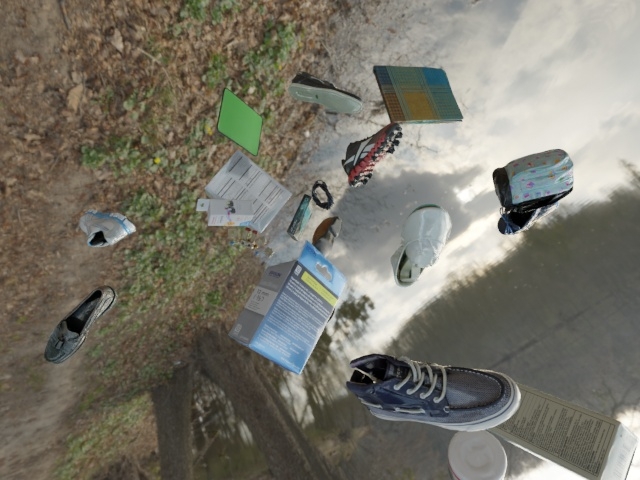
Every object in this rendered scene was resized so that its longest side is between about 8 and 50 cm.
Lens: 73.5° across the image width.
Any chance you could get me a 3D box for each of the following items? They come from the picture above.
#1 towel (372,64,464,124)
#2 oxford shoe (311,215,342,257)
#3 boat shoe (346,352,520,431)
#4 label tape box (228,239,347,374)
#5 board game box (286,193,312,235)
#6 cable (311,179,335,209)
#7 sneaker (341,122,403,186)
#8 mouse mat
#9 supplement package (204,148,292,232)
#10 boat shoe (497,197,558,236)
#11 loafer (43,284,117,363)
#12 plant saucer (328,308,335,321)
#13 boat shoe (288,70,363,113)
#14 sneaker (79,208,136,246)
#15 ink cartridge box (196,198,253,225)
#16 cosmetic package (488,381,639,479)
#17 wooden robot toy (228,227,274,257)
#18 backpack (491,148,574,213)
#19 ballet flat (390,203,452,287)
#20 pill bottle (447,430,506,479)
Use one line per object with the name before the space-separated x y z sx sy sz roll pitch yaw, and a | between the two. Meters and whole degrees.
towel | 0.404 -0.599 1.768 0.371 0.271 0.040 -10 166 -26
oxford shoe | 0.000 0.000 1.492 0.212 0.076 0.076 -56 132 -37
boat shoe | 0.213 0.303 0.884 0.341 0.127 0.158 -17 132 32
label tape box | -0.087 0.201 1.323 0.249 0.115 0.347 45 64 -41
board game box | -0.059 -0.065 1.318 0.186 0.026 0.126 74 41 -84
cable | 0.013 -0.221 2.149 0.047 0.150 0.184 -39 176 -24
sneaker | 0.161 -0.308 1.447 0.098 0.135 0.276 -12 154 -42
mouse mat | -0.249 -0.368 1.348 0.007 0.152 0.190 -4 161 31
supplement package | -0.284 -0.181 1.680 0.198 0.263 0.199 -52 -170 -9
boat shoe | 0.600 -0.083 1.303 0.089 0.108 0.258 -19 159 -14
loafer | -0.716 0.240 1.255 0.267 0.096 0.084 -54 178 -14
plant saucer | -0.016 0.314 2.074 0.199 0.198 0.036 -37 164 15
boat shoe | 0.023 -0.453 1.302 0.084 0.233 0.079 92 20 -66
sneaker | -0.518 -0.022 0.992 0.082 0.191 0.071 -57 133 -35
ink cartridge box | -0.331 -0.095 1.479 0.182 0.061 0.104 0 160 -20
cosmetic package | 0.589 0.480 1.074 0.129 0.296 0.153 38 75 -29
wooden robot toy | -0.235 0.003 1.484 0.079 0.174 0.076 72 40 -86
backpack | 0.538 -0.156 1.081 0.182 0.151 0.115 -13 123 19
ballet flat | 0.287 0.040 1.245 0.139 0.139 0.400 -24 159 -13
pill bottle | 0.522 0.775 1.446 0.177 0.176 0.318 -26 135 -8
